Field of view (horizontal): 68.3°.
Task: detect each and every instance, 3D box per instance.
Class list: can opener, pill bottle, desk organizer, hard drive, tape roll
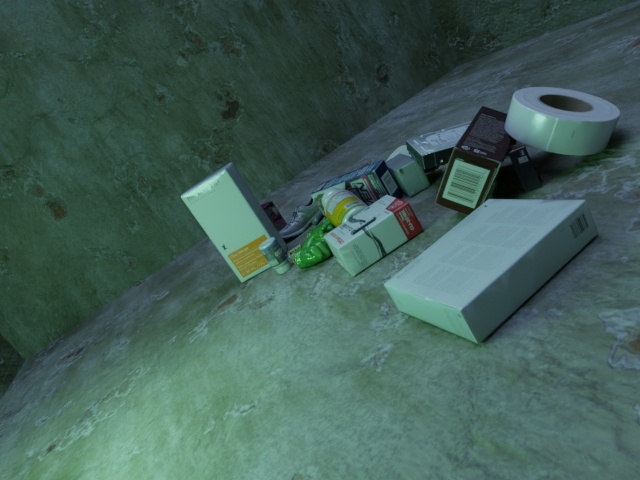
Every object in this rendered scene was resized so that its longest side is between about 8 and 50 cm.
[{"bbox_3d":[0.048,-0.131,2.161,0.280,0.074,0.093,-50,-9,-49],"label":"can opener"},{"bbox_3d":[0.097,-0.108,1.764,0.136,0.136,0.245,-34,35,-5],"label":"pill bottle"},{"bbox_3d":[0.580,-0.208,1.335,0.047,0.130,0.050,-20,19,34],"label":"desk organizer"},{"bbox_3d":[0.141,-0.144,1.896,0.094,0.135,0.022,-16,27,42],"label":"hard drive"},{"bbox_3d":[0.508,-0.366,1.746,0.339,0.064,0.237,-16,26,3],"label":"hard drive"},{"bbox_3d":[0.684,-0.348,1.350,0.287,0.100,0.286,3,36,-2],"label":"tape roll"},{"bbox_3d":[-0.177,0.062,1.871,0.078,0.137,0.078,-30,18,11],"label":"pill bottle"}]

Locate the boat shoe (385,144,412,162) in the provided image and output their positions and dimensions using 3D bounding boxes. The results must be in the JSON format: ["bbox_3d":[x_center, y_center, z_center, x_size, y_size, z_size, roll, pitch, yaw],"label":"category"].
[{"bbox_3d":[0.307,-0.305,2.178,0.319,0.116,0.099,-42,-24,-9],"label":"boat shoe"}]

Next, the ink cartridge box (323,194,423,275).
[{"bbox_3d":[0.166,-0.023,1.556,0.273,0.114,0.197,-34,18,-4],"label":"ink cartridge box"}]

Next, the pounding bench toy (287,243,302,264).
[{"bbox_3d":[-0.096,0.053,1.901,0.065,0.052,0.083,-32,17,1],"label":"pounding bench toy"}]

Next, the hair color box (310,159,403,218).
[{"bbox_3d":[0.144,-0.190,1.951,0.347,0.173,0.105,-16,25,43],"label":"hair color box"}]

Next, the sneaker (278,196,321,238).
[{"bbox_3d":[-0.102,-0.111,2.248,0.281,0.115,0.105,-39,19,-23],"label":"sneaker"}]

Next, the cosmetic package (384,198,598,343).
[{"bbox_3d":[0.369,0.044,1.061,0.377,0.097,0.284,-36,20,-15],"label":"cosmetic package"}]

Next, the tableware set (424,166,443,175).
[{"bbox_3d":[0.484,-0.319,1.903,0.194,0.039,0.128,-22,18,1],"label":"tableware set"}]

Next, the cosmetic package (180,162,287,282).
[{"bbox_3d":[-0.356,-0.074,2.014,0.230,0.453,0.161,-30,17,10],"label":"cosmetic package"}]

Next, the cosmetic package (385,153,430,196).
[{"bbox_3d":[0.342,-0.269,1.912,0.107,0.127,0.238,-31,19,-1],"label":"cosmetic package"}]

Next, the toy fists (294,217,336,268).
[{"bbox_3d":[0.000,0.000,1.812,0.142,0.096,0.279,-22,19,26],"label":"toy fists"}]

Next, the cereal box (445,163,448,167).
[{"bbox_3d":[0.582,-0.350,1.804,0.173,0.047,0.240,-6,29,29],"label":"cereal box"}]

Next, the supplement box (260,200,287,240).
[{"bbox_3d":[-0.237,-0.082,2.277,0.081,0.188,0.104,-19,22,38],"label":"supplement box"}]

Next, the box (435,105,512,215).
[{"bbox_3d":[0.485,-0.248,1.437,0.143,0.191,0.381,22,40,15],"label":"box"}]
